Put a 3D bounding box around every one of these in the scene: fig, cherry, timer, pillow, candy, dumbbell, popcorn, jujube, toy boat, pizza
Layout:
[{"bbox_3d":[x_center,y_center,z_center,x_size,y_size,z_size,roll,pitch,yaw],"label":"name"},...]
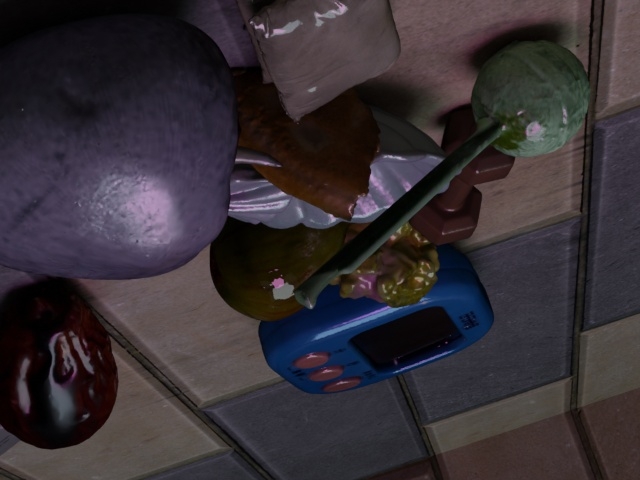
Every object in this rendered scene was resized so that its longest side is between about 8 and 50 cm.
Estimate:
[{"bbox_3d":[0.000,0.000,1.731,0.259,0.151,0.151,-17,160,-13],"label":"fig"},{"bbox_3d":[-0.181,-0.073,1.271,0.296,0.218,0.255,-6,164,-14],"label":"cherry"},{"bbox_3d":[0.080,0.112,2.118,0.309,0.115,0.340,-20,160,8],"label":"timer"},{"bbox_3d":[0.000,-0.188,1.333,0.134,0.078,0.181,-21,157,1],"label":"pillow"},{"bbox_3d":[0.118,-0.067,1.466,0.440,0.119,0.119,-39,174,-34],"label":"candy"},{"bbox_3d":[0.165,-0.074,1.755,0.082,0.092,0.231,13,155,-3],"label":"dumbbell"},{"bbox_3d":[0.078,0.025,1.887,0.145,0.126,0.126,-6,164,-14],"label":"popcorn"},{"bbox_3d":[-0.330,0.151,1.834,0.168,0.168,0.236,-12,142,-16],"label":"jujube"},{"bbox_3d":[0.005,-0.079,1.569,0.290,0.100,0.199,-7,161,-34],"label":"toy boat"},{"bbox_3d":[-0.015,-0.113,1.450,0.161,0.182,0.062,-58,173,-34],"label":"pizza"}]

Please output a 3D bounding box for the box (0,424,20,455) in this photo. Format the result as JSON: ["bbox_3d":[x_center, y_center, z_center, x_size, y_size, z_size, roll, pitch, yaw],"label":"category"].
[{"bbox_3d":[-0.540,0.239,1.940,0.299,0.106,0.200,2,150,-45],"label":"box"}]
